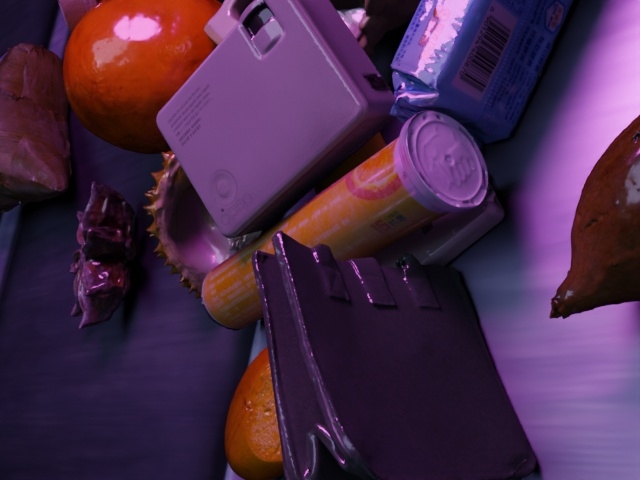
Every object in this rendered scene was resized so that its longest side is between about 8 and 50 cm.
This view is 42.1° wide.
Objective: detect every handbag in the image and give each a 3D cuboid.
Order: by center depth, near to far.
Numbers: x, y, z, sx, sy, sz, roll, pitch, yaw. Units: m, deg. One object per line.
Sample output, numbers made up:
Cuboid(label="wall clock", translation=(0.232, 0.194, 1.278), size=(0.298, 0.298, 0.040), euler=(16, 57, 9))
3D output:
Cuboid(label="handbag", translation=(0.063, 0.118, 0.782), size=(0.079, 0.248, 0.260), euler=(-44, 48, 34))

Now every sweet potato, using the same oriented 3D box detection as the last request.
Cuboid(label="sweet potato", translation=(0.320, -0.071, 0.669), size=(0.369, 0.158, 0.157), euler=(-52, 44, 29))

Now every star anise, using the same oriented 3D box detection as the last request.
Cuboid(label="star anise", translation=(-0.351, 0.021, 1.370), size=(0.223, 0.109, 0.235), euler=(-157, 73, -71))

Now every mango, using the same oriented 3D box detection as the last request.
Cuboid(label="mango", translation=(-0.039, 0.201, 0.974), size=(0.141, 0.102, 0.217), euler=(46, 114, 21))

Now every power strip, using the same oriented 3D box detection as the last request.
Cuboid(label="power strip", translation=(0.120, -0.008, 0.932), size=(0.192, 0.035, 0.081), euler=(-42, 46, 27))

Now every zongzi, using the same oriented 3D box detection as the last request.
Cuboid(label="zongzi", translation=(-0.552, -0.237, 1.637), size=(0.393, 0.174, 0.356), euler=(-2, 70, 46))

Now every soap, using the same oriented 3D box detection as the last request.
Cuboid(label="soap", translation=(0.181, -0.235, 0.867), size=(0.077, 0.156, 0.293), euler=(29, 95, 47))

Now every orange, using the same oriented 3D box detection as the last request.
Cuboid(label="orange", translation=(-0.232, -0.244, 1.222), size=(0.284, 0.284, 0.226), euler=(-14, 81, 43))

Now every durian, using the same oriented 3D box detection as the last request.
Cuboid(label="durian", translation=(-0.134, -0.074, 1.150), size=(0.166, 0.172, 0.306), euler=(33, 92, 24))

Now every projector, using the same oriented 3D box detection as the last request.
Cuboid(label="projector", translation=(-0.054, -0.149, 0.970), size=(0.257, 0.099, 0.192), euler=(-40, 78, 33))

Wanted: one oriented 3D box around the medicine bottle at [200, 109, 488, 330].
Cuboid(label="medicine bottle", translation=(0.000, 0.000, 0.956), size=(0.426, 0.108, 0.108), euler=(-33, 53, 46))

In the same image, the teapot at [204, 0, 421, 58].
Cuboid(label="teapot", translation=(0.015, -0.351, 1.014), size=(0.322, 0.239, 0.239), euler=(-37, 67, -12))

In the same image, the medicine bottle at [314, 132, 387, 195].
Cuboid(label="medicine bottle", translation=(0.007, -0.165, 1.082), size=(0.111, 0.076, 0.309), euler=(-40, 50, 23))

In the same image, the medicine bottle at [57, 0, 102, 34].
Cuboid(label="medicine bottle", translation=(-0.255, -0.436, 1.290), size=(0.323, 0.151, 0.151), euler=(-19, 49, -10))
